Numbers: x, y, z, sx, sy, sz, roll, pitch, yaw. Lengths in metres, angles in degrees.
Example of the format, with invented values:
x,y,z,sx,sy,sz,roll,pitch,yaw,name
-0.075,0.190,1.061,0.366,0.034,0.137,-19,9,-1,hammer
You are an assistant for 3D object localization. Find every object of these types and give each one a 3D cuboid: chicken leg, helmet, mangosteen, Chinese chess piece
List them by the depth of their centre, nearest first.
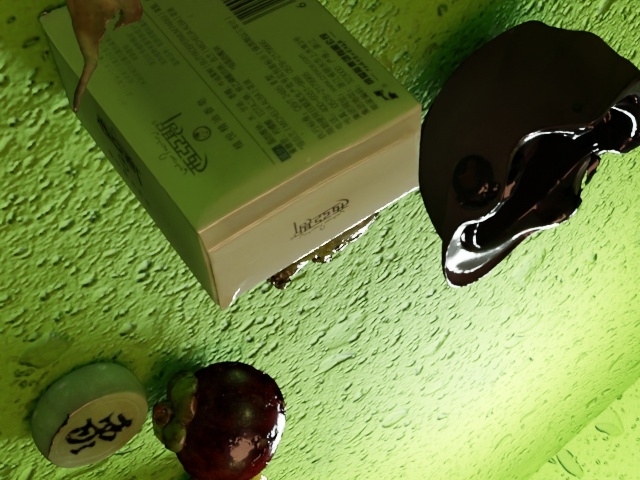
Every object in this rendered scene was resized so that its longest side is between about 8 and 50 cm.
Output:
x,y,z,sx,sy,sz,roll,pitch,yaw,name
0.228,-0.123,1.290,0.338,0.197,0.271,-46,158,25,helmet
-0.279,0.213,1.291,0.144,0.058,0.144,-27,146,-20,Chinese chess piece
0.000,0.000,1.329,0.178,0.070,0.093,-44,156,19,chicken leg
-0.140,0.234,1.392,0.180,0.166,0.166,21,116,-28,mangosteen

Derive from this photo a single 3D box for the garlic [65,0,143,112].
x,y,z,sx,sy,sz,roll,pitch,yaw,name
-0.130,-0.279,0.708,0.151,0.196,0.338,15,122,-36,garlic

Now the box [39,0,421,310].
x,y,z,sx,sy,sz,roll,pitch,yaw,name
-0.076,-0.113,0.889,0.203,0.274,0.116,-31,149,-16,box

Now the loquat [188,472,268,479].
x,y,z,sx,sy,sz,roll,pitch,yaw,name
-0.144,0.388,1.615,0.137,0.113,0.137,-21,155,-10,loquat
